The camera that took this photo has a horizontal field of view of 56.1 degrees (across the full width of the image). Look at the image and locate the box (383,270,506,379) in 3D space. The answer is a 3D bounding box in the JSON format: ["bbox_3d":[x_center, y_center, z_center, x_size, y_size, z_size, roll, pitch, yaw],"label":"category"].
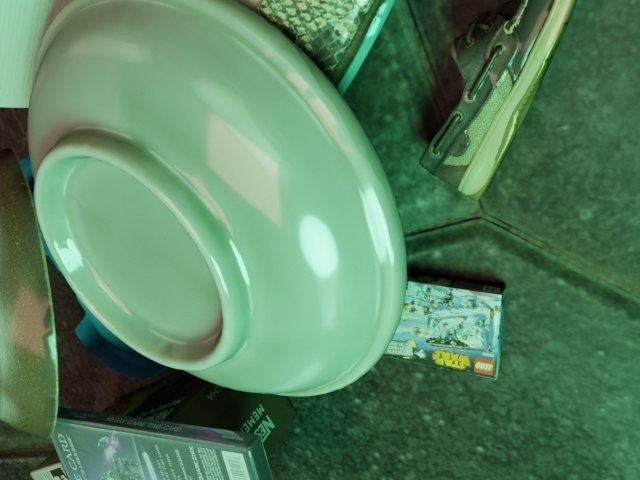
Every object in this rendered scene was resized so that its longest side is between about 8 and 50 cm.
[{"bbox_3d":[0.111,0.080,0.599,0.137,0.027,0.093,8,114,24],"label":"box"}]

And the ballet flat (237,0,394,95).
[{"bbox_3d":[0.035,-0.271,0.384,0.182,0.164,0.483,24,127,-28],"label":"ballet flat"}]

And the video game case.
[{"bbox_3d":[-0.159,0.273,0.627,0.274,0.026,0.196,-2,111,29],"label":"video game case"}]

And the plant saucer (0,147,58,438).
[{"bbox_3d":[-0.338,0.059,0.636,0.311,0.050,0.310,15,108,55],"label":"plant saucer"}]

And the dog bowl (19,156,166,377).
[{"bbox_3d":[-0.262,0.026,0.739,0.166,0.074,0.297,-25,99,33],"label":"dog bowl"}]

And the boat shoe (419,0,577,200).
[{"bbox_3d":[0.133,-0.136,0.457,0.074,0.080,0.223,22,125,11],"label":"boat shoe"}]

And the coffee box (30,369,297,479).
[{"bbox_3d":[-0.199,0.257,0.756,0.297,0.168,0.118,-27,98,34],"label":"coffee box"}]

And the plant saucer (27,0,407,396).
[{"bbox_3d":[-0.127,-0.002,0.507,0.401,0.100,0.400,20,131,25],"label":"plant saucer"}]

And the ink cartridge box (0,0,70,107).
[{"bbox_3d":[-0.251,-0.203,0.552,0.056,0.235,0.171,49,129,28],"label":"ink cartridge box"}]
